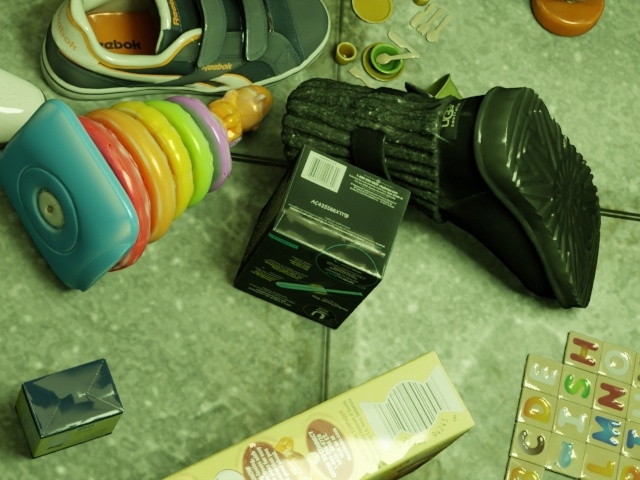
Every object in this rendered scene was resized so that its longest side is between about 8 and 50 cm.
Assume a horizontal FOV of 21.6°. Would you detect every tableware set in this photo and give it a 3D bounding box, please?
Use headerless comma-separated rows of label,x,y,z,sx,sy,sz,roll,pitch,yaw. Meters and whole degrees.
tableware set,0.074,-0.241,1.869,0.104,0.024,0.154,42,64,3

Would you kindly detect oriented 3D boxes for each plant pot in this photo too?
plant pot,0.138,-0.124,1.817,0.079,0.083,0.083,43,63,-11

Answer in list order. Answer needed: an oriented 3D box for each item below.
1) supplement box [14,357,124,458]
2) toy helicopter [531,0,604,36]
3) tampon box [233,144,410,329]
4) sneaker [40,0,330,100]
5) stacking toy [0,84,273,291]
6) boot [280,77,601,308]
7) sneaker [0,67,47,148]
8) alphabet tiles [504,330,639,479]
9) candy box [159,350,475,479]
supplement box,-0.238,0.159,1.583,0.083,0.083,0.056,-16,74,-21
toy helicopter,0.205,-0.401,1.915,0.355,0.140,0.235,20,67,0
tampon box,0.000,0.000,1.674,0.120,0.161,0.101,24,64,-7
sneaker,-0.126,-0.222,1.749,0.321,0.127,0.126,-13,72,-22
stacking toy,-0.157,-0.087,1.688,0.302,0.175,0.166,-30,85,-38
boot,0.135,-0.053,1.741,0.260,0.348,0.131,2,57,30
sneaker,-0.394,-0.164,1.634,0.270,0.145,0.090,10,66,-12
alphabet tiles,0.295,0.219,1.757,0.198,0.009,0.237,18,65,-8
candy box,-0.030,0.223,1.563,0.316,0.183,0.088,-23,76,-23
